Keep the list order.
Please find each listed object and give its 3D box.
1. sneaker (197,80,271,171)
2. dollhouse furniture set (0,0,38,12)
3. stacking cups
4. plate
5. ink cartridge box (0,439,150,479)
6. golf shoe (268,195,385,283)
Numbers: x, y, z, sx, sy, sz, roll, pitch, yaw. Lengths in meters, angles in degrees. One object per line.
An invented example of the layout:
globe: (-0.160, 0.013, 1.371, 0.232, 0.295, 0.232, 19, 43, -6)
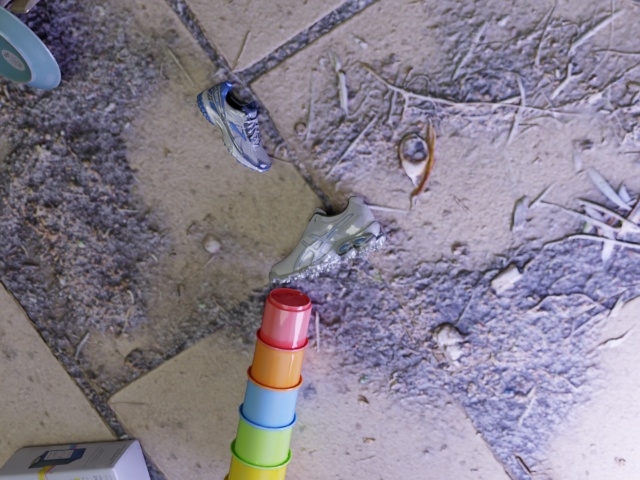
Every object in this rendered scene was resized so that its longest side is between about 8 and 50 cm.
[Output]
sneaker: (-0.104, -0.151, 1.934, 0.058, 0.052, 0.135, -35, 99, 23)
dollhouse furniture set: (-0.387, -0.427, 1.805, 0.259, 0.135, 0.262, 12, 140, 49)
stacking cups: (-0.065, 0.222, 2.056, 0.096, 0.096, 0.316, 18, 116, 10)
plate: (-0.427, -0.259, 1.942, 0.188, 0.024, 0.188, 29, 156, 14)
ink cartridge box: (-0.367, 0.394, 2.227, 0.212, 0.093, 0.154, -6, 111, 22)
golf shoe: (0.000, 0.000, 1.968, 0.176, 0.069, 0.086, -24, 83, 22)
